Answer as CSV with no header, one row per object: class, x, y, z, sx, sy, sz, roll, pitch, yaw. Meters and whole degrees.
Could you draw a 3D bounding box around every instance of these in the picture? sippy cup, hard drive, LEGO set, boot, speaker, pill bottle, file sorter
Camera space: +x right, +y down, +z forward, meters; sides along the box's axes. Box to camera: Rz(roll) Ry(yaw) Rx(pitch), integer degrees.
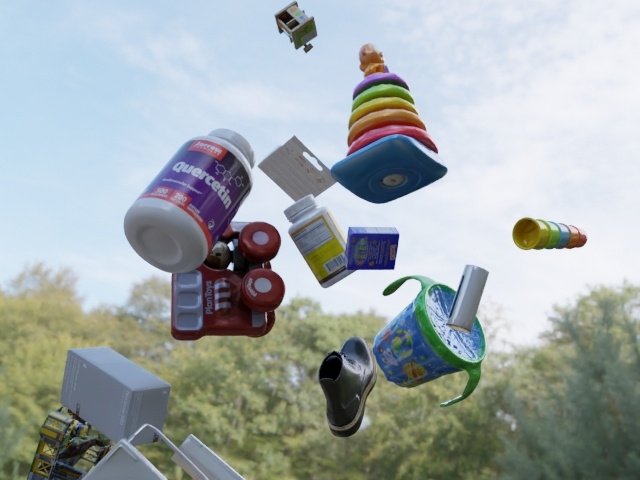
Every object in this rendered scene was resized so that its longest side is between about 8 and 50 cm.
sippy cup,0.262,0.258,2.188,0.240,0.305,0.224,31,-52,-28
hard drive,-0.173,0.565,1.888,0.353,0.047,0.233,41,-24,2
LEGO set,-0.526,0.483,2.007,0.192,0.255,0.331,22,4,2
boot,0.043,0.203,1.424,0.076,0.198,0.137,-7,-51,12
speaker,0.306,0.120,1.792,0.055,0.136,0.055,19,-12,4
pill bottle,-0.256,-0.094,1.791,0.181,0.323,0.181,15,-44,15
file sorter,-0.358,0.497,1.563,0.193,0.278,0.173,44,7,0
pill bottle,0.000,0.000,2.081,0.215,0.117,0.117,59,-24,2

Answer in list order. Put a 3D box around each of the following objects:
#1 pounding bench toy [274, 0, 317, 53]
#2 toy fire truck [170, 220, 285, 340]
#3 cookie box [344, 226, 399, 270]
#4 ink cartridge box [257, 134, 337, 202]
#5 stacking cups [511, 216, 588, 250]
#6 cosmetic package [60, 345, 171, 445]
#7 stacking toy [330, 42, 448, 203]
pounding bench toy,-0.046,-0.398,1.628,0.065,0.052,0.083,48,-12,25
toy fire truck,-0.222,0.086,1.984,0.254,0.302,0.169,1,-32,-14
cookie box,0.110,0.018,1.862,0.107,0.092,0.040,1,27,-11
ink cartridge box,-0.054,-0.202,2.416,0.181,0.056,0.224,43,-36,-11
stacking cups,0.683,-0.007,2.519,0.096,0.096,0.316,-4,-7,44
cosmetic package,-0.414,0.310,1.736,0.107,0.127,0.238,3,11,-45
stacking toy,0.111,-0.232,1.541,0.165,0.302,0.175,-25,-33,32
